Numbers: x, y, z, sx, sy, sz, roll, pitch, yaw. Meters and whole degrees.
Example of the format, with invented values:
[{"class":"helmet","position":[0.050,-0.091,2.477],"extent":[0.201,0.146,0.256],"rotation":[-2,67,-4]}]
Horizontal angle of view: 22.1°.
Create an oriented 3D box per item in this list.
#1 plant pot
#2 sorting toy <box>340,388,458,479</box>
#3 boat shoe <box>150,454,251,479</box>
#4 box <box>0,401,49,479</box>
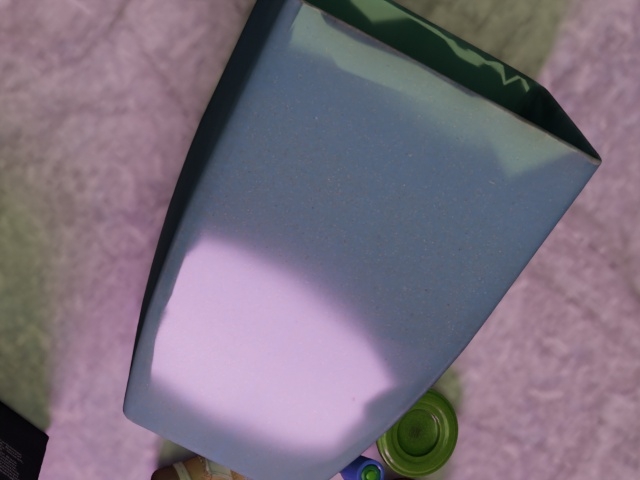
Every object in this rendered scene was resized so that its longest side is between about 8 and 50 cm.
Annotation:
[{"class":"plant pot","position":[0.000,0.000,0.842],"extent":[0.165,0.166,0.234],"rotation":[27,104,-11]},{"class":"sorting toy","position":[0.040,0.132,0.938],"extent":[0.061,0.042,0.102],"rotation":[8,89,-23]},{"class":"boat shoe","position":[-0.034,0.208,0.931],"extent":[0.072,0.068,0.190],"rotation":[-20,103,-14]},{"class":"box","position":[-0.226,0.158,0.849],"extent":[0.093,0.158,0.156],"rotation":[37,96,-11]}]
